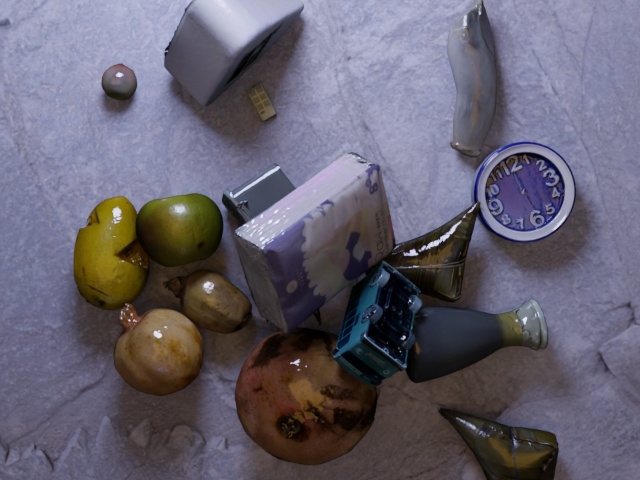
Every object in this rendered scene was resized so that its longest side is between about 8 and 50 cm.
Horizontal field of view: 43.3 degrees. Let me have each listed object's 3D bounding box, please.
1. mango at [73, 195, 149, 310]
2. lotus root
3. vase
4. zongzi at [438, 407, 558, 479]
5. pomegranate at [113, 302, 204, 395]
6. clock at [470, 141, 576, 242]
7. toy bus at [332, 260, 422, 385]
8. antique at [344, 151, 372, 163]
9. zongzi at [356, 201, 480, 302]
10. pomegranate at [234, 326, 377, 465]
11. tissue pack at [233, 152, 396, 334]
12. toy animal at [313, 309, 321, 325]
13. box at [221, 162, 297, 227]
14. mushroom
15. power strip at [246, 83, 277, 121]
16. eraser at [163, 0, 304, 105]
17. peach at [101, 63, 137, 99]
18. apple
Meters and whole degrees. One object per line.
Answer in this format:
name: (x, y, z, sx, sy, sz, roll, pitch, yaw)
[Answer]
mango: (-0.482, 0.030, 1.861, 0.167, 0.130, 0.262, -4, 90, -4)
lotus root: (-0.262, 0.137, 1.873, 0.221, 0.118, 0.125, 30, 77, -4)
vase: (0.349, 0.220, 1.851, 0.321, 0.173, 0.173, -8, 94, -3)
zongzi: (0.401, 0.549, 1.900, 0.289, 0.123, 0.260, 10, 97, 10)
pomegranate: (-0.369, 0.255, 1.841, 0.207, 0.207, 0.207, 0, 94, 1)
clock: (0.466, -0.111, 1.862, 0.230, 0.083, 0.230, 0, 94, 3)
toy bus: (0.121, 0.182, 1.732, 0.128, 0.256, 0.147, 38, 126, -14)
antique: (0.051, -0.114, 1.861, 0.086, 0.088, 0.183, 32, 93, -2)
zongzi: (0.223, 0.002, 1.853, 0.248, 0.111, 0.241, 13, 98, 5)
pomegranate: (-0.032, 0.350, 1.808, 0.322, 0.322, 0.322, 0, 94, 1)
tissue pack: (0.000, 0.000, 1.692, 0.344, 0.125, 0.242, -36, 131, -26)
toy animal: (-0.037, 0.099, 1.846, 0.272, 0.160, 0.197, -19, 89, -23)
box: (-0.122, -0.075, 1.800, 0.135, 0.243, 0.163, -38, 92, -8)
mushroom: (0.347, -0.365, 1.836, 0.109, 0.097, 0.351, -3, 97, 2)
power strip: (-0.137, -0.322, 1.882, 0.040, 0.016, 0.090, -28, 93, 2)
eraser: (-0.193, -0.452, 1.729, 0.331, 0.331, 0.150, -43, 93, 4)
peach: (-0.463, -0.365, 1.854, 0.083, 0.083, 0.083, 0, 94, 1)
apple: (-0.316, -0.024, 1.823, 0.196, 0.196, 0.157, -11, 93, 2)
